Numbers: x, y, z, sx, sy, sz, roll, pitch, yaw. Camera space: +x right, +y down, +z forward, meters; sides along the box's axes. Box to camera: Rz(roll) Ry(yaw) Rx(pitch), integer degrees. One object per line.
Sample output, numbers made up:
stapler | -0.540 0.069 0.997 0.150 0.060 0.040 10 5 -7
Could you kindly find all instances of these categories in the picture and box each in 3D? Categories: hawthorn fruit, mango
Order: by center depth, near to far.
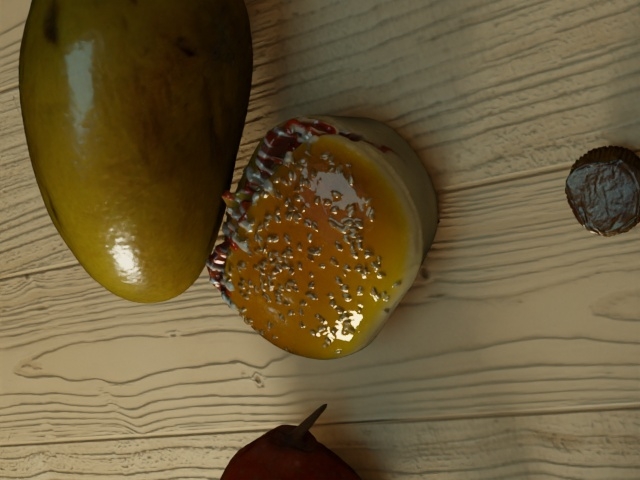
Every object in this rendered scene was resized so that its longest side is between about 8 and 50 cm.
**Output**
mango | -0.195 -0.132 1.654 0.220 0.301 0.445 13 124 19
hawthorn fruit | -0.028 0.318 1.759 0.210 0.210 0.262 1 88 42

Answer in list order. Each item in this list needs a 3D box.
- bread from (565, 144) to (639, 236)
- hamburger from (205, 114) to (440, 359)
bread | 0.273 -0.048 1.425 0.085 0.053 0.085 7 110 19
hamburger | 0.000 0.000 1.631 0.227 0.151 0.295 43 129 17
